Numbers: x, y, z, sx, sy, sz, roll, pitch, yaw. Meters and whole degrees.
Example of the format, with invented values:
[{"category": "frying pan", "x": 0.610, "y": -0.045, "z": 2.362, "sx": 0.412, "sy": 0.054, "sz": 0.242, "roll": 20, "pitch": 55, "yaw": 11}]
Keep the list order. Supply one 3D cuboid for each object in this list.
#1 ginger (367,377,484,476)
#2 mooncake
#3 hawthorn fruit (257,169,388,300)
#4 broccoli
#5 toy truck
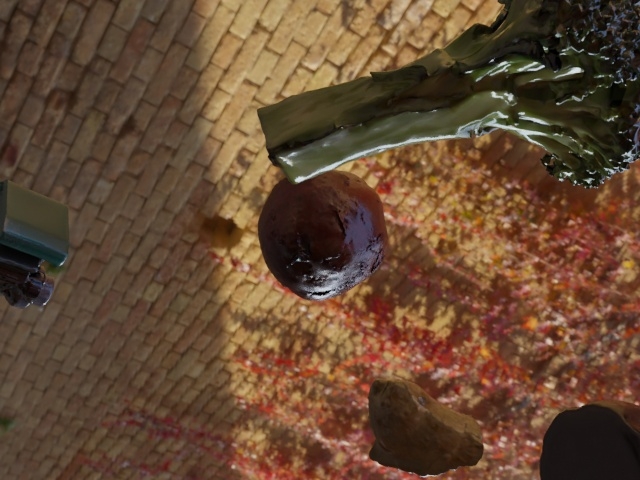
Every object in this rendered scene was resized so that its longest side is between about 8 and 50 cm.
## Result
[{"category": "ginger", "x": 0.154, "y": 0.272, "z": 1.137, "sx": 0.193, "sy": 0.122, "sz": 0.115, "roll": -2, "pitch": -146, "yaw": 37}, {"category": "mooncake", "x": 0.511, "y": 0.416, "z": 1.285, "sx": 0.283, "sy": 0.141, "sz": 0.283, "roll": -176, "pitch": -90, "yaw": -66}, {"category": "hawthorn fruit", "x": 0.000, "y": 0.000, "z": 0.947, "sx": 0.181, "sy": 0.181, "sz": 0.235, "roll": -57, "pitch": -179, "yaw": 19}, {"category": "broccoli", "x": 0.129, "y": -0.131, "z": 0.709, "sx": 0.361, "sy": 0.252, "sz": 0.221, "roll": -17, "pitch": -95, "yaw": 36}, {"category": "toy truck", "x": -0.388, "y": 0.013, "z": 0.877, "sx": 0.253, "sy": 0.114, "sz": 0.124, "roll": -10, "pitch": -118, "yaw": 43}]
